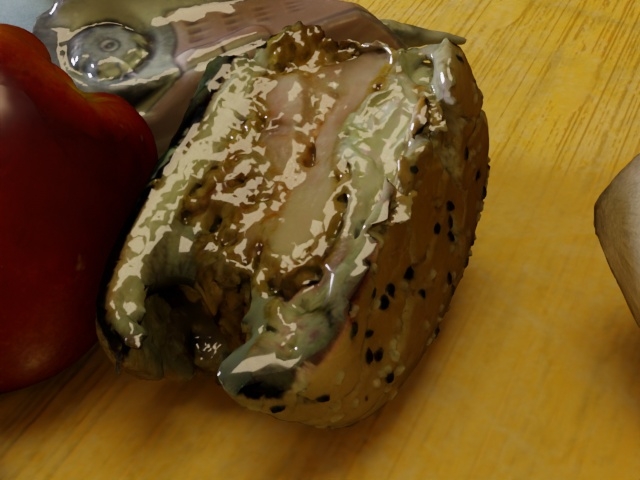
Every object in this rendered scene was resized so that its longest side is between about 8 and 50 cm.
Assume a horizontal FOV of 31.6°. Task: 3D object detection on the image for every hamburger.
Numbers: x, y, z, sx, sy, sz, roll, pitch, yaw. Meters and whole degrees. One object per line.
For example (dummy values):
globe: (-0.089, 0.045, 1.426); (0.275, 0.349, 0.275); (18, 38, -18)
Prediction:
hamburger: (0.000, 0.000, 0.721); (0.168, 0.192, 0.288); (10, 62, 28)

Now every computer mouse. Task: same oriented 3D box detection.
computer mouse: (-0.070, -0.098, 0.869); (0.389, 0.199, 0.115); (-9, 55, -6)

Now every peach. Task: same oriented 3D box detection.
peach: (-0.225, -0.020, 0.720); (0.243, 0.199, 0.243); (-8, 70, 22)

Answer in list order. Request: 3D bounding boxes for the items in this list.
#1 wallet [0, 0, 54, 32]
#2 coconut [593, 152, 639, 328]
wallet: (-0.338, -0.148, 0.975); (0.290, 0.054, 0.251); (-26, 53, -11)
coconut: (0.277, 0.004, 0.653); (0.234, 0.224, 0.224); (23, 41, 15)
